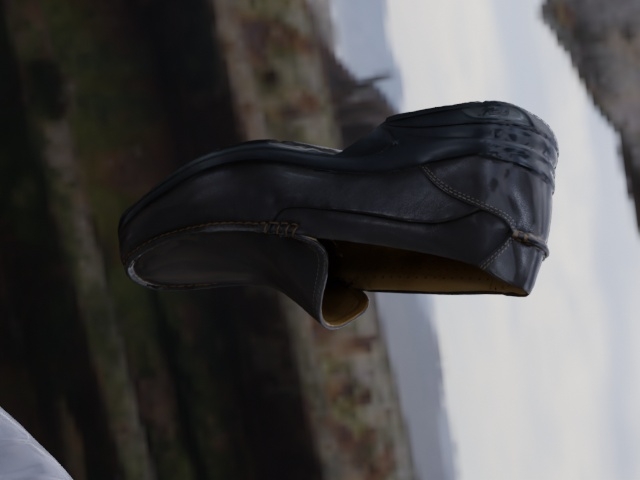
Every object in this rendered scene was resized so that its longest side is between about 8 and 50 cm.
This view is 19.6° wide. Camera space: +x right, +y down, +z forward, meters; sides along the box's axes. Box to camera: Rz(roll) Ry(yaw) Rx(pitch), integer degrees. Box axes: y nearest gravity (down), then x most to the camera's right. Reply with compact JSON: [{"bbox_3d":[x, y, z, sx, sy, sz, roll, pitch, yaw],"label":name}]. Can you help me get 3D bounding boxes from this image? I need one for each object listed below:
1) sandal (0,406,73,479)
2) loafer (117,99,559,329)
[{"bbox_3d":[-0.155,0.045,0.464,0.265,0.102,0.076,38,-26,22],"label":"sandal"},{"bbox_3d":[0.000,0.000,0.640,0.062,0.170,0.061,34,51,-49],"label":"loafer"}]
